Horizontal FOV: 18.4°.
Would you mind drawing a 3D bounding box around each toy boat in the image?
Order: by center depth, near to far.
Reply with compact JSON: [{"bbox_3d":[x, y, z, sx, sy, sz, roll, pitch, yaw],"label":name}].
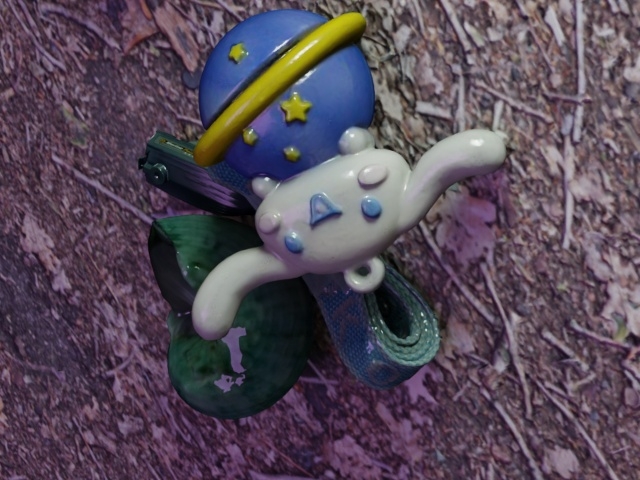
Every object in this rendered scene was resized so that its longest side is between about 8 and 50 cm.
[{"bbox_3d":[-0.109,-0.059,1.930,0.141,0.060,0.055,25,130,26],"label":"toy boat"}]

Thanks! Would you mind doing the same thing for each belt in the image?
[{"bbox_3d":[0.000,0.000,1.818,0.302,0.087,0.072,55,145,9],"label":"belt"}]

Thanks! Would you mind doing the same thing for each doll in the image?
[{"bbox_3d":[-0.028,-0.062,1.730,0.242,0.159,0.311,43,102,-8],"label":"doll"}]

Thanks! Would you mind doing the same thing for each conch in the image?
[{"bbox_3d":[-0.086,0.079,1.929,0.196,0.134,0.202,55,147,38],"label":"conch"}]
